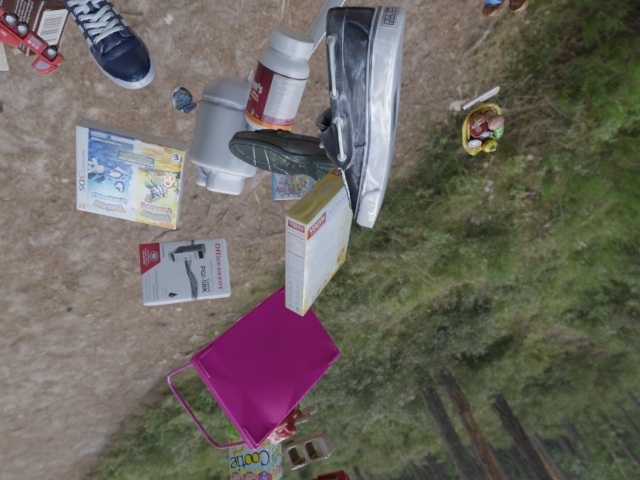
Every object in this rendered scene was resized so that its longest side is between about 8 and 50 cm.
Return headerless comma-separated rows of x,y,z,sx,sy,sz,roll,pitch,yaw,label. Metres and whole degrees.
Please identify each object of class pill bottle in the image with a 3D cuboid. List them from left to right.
-0.096,-0.374,1.040,0.121,0.121,0.221,-7,134,-37,pill bottle

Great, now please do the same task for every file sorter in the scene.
-0.143,0.263,0.945,0.182,0.202,0.290,-31,-176,44,file sorter

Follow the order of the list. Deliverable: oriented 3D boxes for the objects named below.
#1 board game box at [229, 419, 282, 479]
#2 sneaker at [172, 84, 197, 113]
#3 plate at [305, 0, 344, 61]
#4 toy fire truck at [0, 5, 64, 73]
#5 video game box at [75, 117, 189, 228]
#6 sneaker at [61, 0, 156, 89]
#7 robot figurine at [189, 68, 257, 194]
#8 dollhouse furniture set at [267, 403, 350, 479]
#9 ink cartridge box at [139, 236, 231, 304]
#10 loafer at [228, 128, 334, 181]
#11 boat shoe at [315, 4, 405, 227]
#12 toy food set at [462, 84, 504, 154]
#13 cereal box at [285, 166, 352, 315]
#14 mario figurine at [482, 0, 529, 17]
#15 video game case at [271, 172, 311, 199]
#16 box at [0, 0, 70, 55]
-0.214,0.651,1.464,0.144,0.276,0.142,-5,166,8,board game box
-0.523,-0.534,1.639,0.080,0.081,0.211,-39,-173,-6,sneaker
0.041,-0.646,1.187,0.045,0.278,0.278,31,145,-14,plate
-0.665,-0.407,0.923,0.135,0.047,0.192,-45,128,5,toy fire truck
-0.384,-0.129,0.899,0.205,0.048,0.187,12,123,-10,video game box
-0.402,-0.411,0.783,0.099,0.282,0.153,-32,170,-10,sneaker
-0.262,-0.317,1.285,0.199,0.299,0.354,4,106,-45,robot figurine
-0.063,0.540,1.039,0.152,0.375,0.201,-27,174,19,dollhouse furniture set
-0.219,0.050,0.725,0.135,0.100,0.056,-6,172,-13,ink cartridge box
-0.053,-0.187,0.921,0.267,0.084,0.096,14,157,2,loafer
0.045,-0.145,0.581,0.102,0.108,0.301,10,138,12,boat shoe
0.502,-0.338,1.337,0.128,0.071,0.218,-24,140,3,toy food set
0.000,0.000,0.788,0.173,0.047,0.240,-48,155,-39,cereal box
0.412,-0.686,1.159,0.320,0.170,0.198,18,144,-39,mario figurine
-0.110,-0.217,1.678,0.166,0.119,0.015,0,-173,26,video game case
-0.931,-0.742,1.271,0.191,0.381,0.143,-44,-168,32,box
